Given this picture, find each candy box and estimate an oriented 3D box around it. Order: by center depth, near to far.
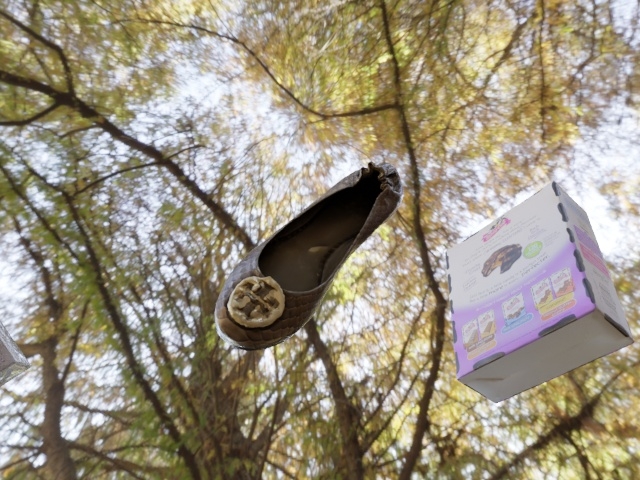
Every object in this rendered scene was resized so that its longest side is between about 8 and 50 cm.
[{"bbox_3d":[0.227,0.054,0.651,0.070,0.196,0.165,35,-52,-23],"label":"candy box"}]

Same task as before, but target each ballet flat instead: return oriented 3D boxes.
[{"bbox_3d":[0.000,0.000,0.530,0.084,0.058,0.250,38,-125,14],"label":"ballet flat"}]

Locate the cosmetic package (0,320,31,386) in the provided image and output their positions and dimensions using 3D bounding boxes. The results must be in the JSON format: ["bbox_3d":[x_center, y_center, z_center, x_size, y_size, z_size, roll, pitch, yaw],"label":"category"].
[{"bbox_3d":[-0.700,0.236,1.139,0.184,0.151,0.151,-36,-93,-21],"label":"cosmetic package"}]
